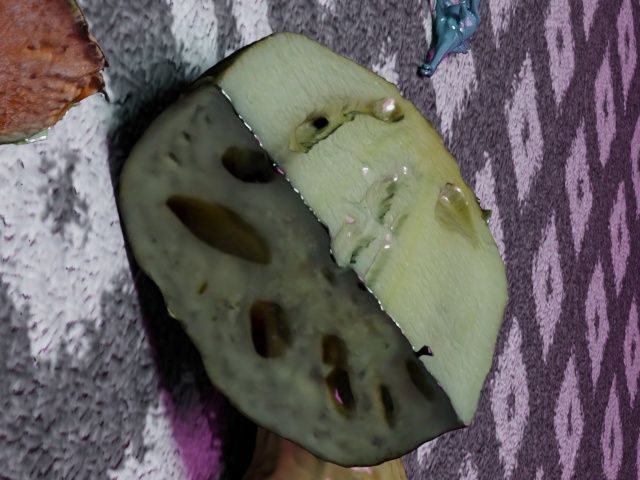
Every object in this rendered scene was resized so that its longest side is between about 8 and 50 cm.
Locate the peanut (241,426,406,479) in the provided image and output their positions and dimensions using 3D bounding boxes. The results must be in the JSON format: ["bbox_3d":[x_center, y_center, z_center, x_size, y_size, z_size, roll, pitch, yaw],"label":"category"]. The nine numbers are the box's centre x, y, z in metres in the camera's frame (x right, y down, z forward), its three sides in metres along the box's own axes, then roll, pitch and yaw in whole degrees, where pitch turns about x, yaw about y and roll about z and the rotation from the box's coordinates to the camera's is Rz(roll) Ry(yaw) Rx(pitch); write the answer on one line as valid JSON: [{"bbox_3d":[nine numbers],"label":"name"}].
[{"bbox_3d":[0.001,0.203,1.040,0.196,0.110,0.233,69,30,-46],"label":"peanut"}]

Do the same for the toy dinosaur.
[{"bbox_3d":[0.141,-0.230,1.488,0.197,0.045,0.080,-54,153,-45],"label":"toy dinosaur"}]

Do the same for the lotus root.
[{"bbox_3d":[-0.004,-0.015,0.985,0.267,0.149,0.260,54,25,-13],"label":"lotus root"}]

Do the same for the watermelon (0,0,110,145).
[{"bbox_3d":[-0.187,-0.139,0.610,0.231,0.128,0.146,74,-7,-64],"label":"watermelon"}]
